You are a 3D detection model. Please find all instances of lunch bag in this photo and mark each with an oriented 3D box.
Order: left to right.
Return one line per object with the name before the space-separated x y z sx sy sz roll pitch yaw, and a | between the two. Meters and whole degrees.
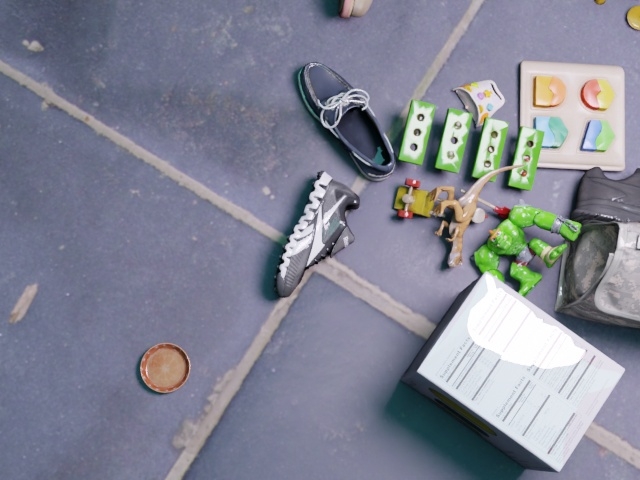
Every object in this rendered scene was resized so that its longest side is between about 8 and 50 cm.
lunch bag | 0.543 0.058 1.598 0.235 0.287 0.168 11 77 -2

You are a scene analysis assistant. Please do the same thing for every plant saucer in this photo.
plant saucer | -0.260 0.214 1.652 0.084 0.013 0.083 1 77 -3

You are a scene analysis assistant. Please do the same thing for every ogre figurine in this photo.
ogre figurine | 0.341 0.019 1.687 0.118 0.197 0.097 43 38 18

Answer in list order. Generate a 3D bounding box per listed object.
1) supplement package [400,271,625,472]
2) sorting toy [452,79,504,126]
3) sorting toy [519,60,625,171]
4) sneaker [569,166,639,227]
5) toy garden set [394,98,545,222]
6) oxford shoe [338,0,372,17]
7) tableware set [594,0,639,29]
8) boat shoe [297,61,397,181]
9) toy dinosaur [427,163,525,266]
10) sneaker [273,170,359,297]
supplement package | 0.302 0.217 1.591 0.263 0.199 0.198 35 79 4
sorting toy | 0.296 -0.260 1.783 0.075 0.045 0.083 -26 80 -28
sorting toy | 0.459 -0.229 1.781 0.193 0.038 0.208 3 77 -3
sneaker | 0.586 -0.059 1.723 0.287 0.109 0.130 14 67 -5
toy garden set | 0.251 -0.121 1.733 0.244 0.049 0.203 13 91 -8
oxford shoe | 0.143 -0.569 1.789 0.147 0.140 0.396 22 79 -6
tableware set | 0.593 -0.445 1.847 0.154 0.024 0.104 17 80 -1
boat shoe | 0.047 -0.217 1.732 0.095 0.079 0.254 -29 81 -9
toy dinosaur | 0.247 -0.061 1.688 0.112 0.064 0.211 20 100 -26
sneaker | 0.000 0.000 1.682 0.106 0.078 0.234 23 75 4
